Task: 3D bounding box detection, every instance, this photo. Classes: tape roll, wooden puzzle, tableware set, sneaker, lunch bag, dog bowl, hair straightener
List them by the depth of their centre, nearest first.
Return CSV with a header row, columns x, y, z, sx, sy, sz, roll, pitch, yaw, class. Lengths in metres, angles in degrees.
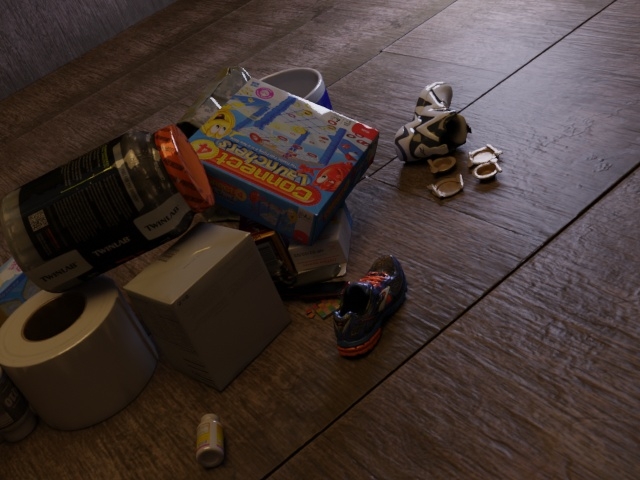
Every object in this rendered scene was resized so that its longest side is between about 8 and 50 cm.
x,y,z,sx,sy,sz,roll,pitch,yaw,class
0.085,0.095,1.447,0.083,0.087,0.221,-2,38,29,sneaker
0.014,0.118,1.534,0.083,0.006,0.049,-31,33,-12,wooden puzzle
-0.445,0.200,1.554,0.246,0.169,0.246,-17,32,11,tape roll
-0.060,0.065,1.574,0.230,0.089,0.047,-4,35,33,hair straightener
0.294,-0.145,1.731,0.168,0.020,0.141,-18,32,8,tableware set
0.274,-0.261,1.846,0.153,0.094,0.235,7,43,37,sneaker
-0.207,-0.219,1.907,0.168,0.287,0.235,0,40,32,lunch bag
-0.105,-0.333,2.182,0.264,0.104,0.265,-16,32,11,dog bowl

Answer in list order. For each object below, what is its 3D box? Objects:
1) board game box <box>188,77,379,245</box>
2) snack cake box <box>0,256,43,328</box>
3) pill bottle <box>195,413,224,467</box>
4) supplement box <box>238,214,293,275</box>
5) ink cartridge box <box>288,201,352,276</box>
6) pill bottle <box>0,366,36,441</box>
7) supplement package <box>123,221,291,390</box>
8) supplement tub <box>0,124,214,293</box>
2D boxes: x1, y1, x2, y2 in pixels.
x,y,z,sx,sy,sz,roll,pitch,yaw,class
-0.082,-0.167,1.694,0.308,0.086,0.302,24,46,11,board game box
-0.627,0.131,1.785,0.089,0.152,0.264,4,41,35,snack cake box
-0.173,0.312,1.333,0.043,0.043,0.083,-20,32,6,pill bottle
-0.109,-0.013,1.713,0.080,0.104,0.188,-18,32,9,supplement box
0.000,0.000,1.663,0.104,0.062,0.181,-12,34,15,ink cartridge box
-0.573,0.293,1.526,0.078,0.137,0.078,-17,33,11,pill bottle
-0.194,0.111,1.491,0.149,0.203,0.194,13,46,44,supplement package
-0.375,-0.062,1.518,0.338,0.207,0.207,-25,32,6,supplement tub
